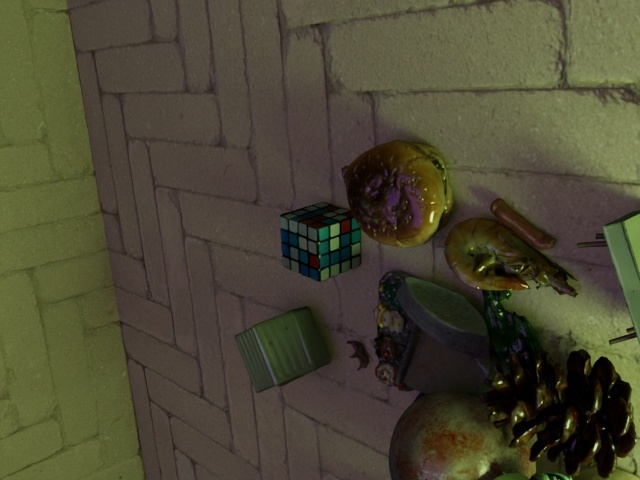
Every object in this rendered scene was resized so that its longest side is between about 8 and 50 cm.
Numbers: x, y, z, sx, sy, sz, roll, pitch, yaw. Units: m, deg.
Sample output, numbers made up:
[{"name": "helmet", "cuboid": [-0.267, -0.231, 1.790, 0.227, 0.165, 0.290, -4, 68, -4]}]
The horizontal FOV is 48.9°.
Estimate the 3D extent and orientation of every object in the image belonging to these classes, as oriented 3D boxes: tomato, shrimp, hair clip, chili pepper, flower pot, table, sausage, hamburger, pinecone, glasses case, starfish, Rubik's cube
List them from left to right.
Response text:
[{"name": "flower pot", "cuboid": [-0.108, 0.315, 2.042, 0.239, 0.209, 0.190, -35, 76, 52]}, {"name": "Rubik's cube", "cuboid": [0.000, 0.000, 1.837, 0.155, 0.154, 0.151, 22, 120, 45]}, {"name": "starfish", "cuboid": [0.105, 0.316, 1.933, 0.078, 0.028, 0.091, 17, 119, 52]}, {"name": "hair clip", "cuboid": [0.184, 0.241, 1.761, 0.138, 0.091, 0.321, 18, 118, 42]}, {"name": "hamburger", "cuboid": [0.175, -0.111, 1.607, 0.286, 0.146, 0.243, 41, 125, 35]}, {"name": "glasses case", "cuboid": [0.261, 0.403, 1.783, 0.033, 0.023, 0.083, 45, 135, 23]}, {"name": "tomato", "cuboid": [0.301, 0.475, 1.524, 0.316, 0.282, 0.317, 30, 150, 19]}, {"name": "shrimp", "cuboid": [0.377, 0.056, 1.436, 0.287, 0.152, 0.063, 36, 164, 30]}, {"name": "chili pepper", "cuboid": [0.398, 0.173, 1.493, 0.099, 0.083, 0.253, -34, 73, 49]}, {"name": "sausage", "cuboid": [0.410, -0.030, 1.435, 0.158, 0.036, 0.042, 42, 143, 31]}, {"name": "pinecone", "cuboid": [0.457, 0.318, 1.332, 0.244, 0.309, 0.244, -170, 90, -89]}, {"name": "table", "cuboid": [0.549, 0.078, 1.244, 0.111, 0.121, 0.240, -19, 89, 51]}]

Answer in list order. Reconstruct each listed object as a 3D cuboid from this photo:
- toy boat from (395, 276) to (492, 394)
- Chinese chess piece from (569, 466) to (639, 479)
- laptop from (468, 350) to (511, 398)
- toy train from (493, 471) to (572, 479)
[{"name": "toy boat", "cuboid": [0.283, 0.241, 1.605, 0.276, 0.111, 0.294, 19, 126, 47]}, {"name": "Chinese chess piece", "cuboid": [0.586, 0.578, 1.404, 0.249, 0.103, 0.250, 21, 120, 43]}, {"name": "laptop", "cuboid": [0.404, 0.394, 1.617, 0.187, 0.015, 0.269, 37, 130, 36]}, {"name": "toy train", "cuboid": [0.422, 0.535, 1.351, 0.157, 0.105, 0.253, -13, 124, 34]}]
